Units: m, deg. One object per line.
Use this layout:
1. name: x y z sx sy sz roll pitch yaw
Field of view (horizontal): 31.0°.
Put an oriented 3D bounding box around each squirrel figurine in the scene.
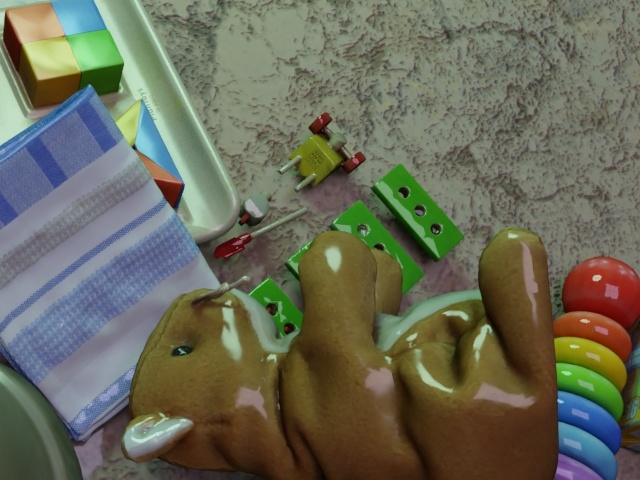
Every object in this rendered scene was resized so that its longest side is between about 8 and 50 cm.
1. squirrel figurine: 0.017 0.191 1.020 0.370 0.281 0.397 -5 86 5

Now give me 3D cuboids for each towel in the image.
1. towel: -0.217 0.029 1.059 0.209 0.034 0.285 -38 123 -16

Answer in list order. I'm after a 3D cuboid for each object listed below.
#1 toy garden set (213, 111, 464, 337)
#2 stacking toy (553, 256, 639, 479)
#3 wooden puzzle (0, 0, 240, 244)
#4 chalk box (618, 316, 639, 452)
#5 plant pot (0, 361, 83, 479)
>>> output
1. toy garden set: 0.000 0.000 1.228 0.244 0.049 0.204 -41 88 -24
2. stacking toy: 0.270 0.158 1.213 0.141 0.141 0.330 28 62 -6
3. wooden puzzle: -0.289 -0.109 1.123 0.347 0.080 0.322 -19 68 -23
4. chalk box: 0.410 0.128 1.262 0.132 0.132 0.213 21 66 -8
5. plant pot: -0.358 0.213 0.878 0.323 0.280 0.323 1 75 -2
